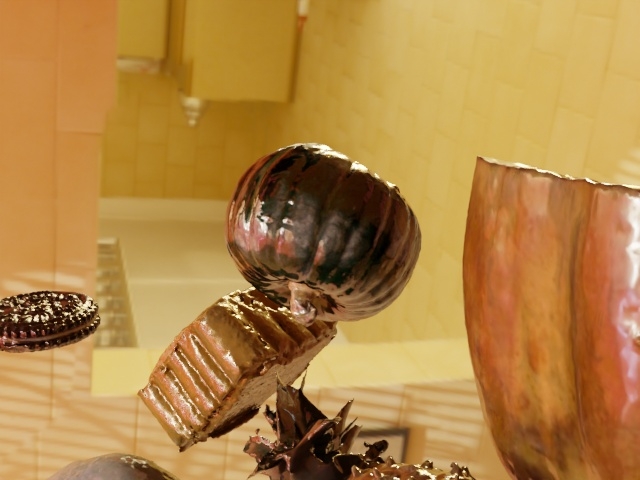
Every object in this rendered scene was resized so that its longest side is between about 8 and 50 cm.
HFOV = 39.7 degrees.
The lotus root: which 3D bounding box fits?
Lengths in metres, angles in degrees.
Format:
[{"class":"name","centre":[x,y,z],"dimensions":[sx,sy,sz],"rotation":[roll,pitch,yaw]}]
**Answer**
[{"class":"lotus root","centre":[0.266,0.073,0.639],"dimensions":[0.316,0.250,0.316],"rotation":[6,-178,0]}]

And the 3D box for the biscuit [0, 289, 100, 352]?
[{"class":"biscuit","centre":[-0.452,0.128,1.431],"dimensions":[0.194,0.053,0.194],"rotation":[-2,-164,0]}]

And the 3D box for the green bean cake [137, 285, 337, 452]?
[{"class":"green bean cake","centre":[-0.108,0.156,1.189],"dimensions":[0.131,0.230,0.224],"rotation":[49,-148,13]}]

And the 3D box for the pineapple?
[{"class":"pineapple","centre":[0.021,0.209,0.719],"dimensions":[0.165,0.166,0.364],"rotation":[-2,-170,-25]}]

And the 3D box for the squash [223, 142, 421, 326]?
[{"class":"squash","centre":[0.001,-0.005,0.933],"dimensions":[0.218,0.172,0.218],"rotation":[39,174,5]}]

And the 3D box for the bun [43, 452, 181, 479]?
[{"class":"bun","centre":[-0.251,0.449,1.114],"dimensions":[0.362,0.362,0.211],"rotation":[23,177,37]}]
